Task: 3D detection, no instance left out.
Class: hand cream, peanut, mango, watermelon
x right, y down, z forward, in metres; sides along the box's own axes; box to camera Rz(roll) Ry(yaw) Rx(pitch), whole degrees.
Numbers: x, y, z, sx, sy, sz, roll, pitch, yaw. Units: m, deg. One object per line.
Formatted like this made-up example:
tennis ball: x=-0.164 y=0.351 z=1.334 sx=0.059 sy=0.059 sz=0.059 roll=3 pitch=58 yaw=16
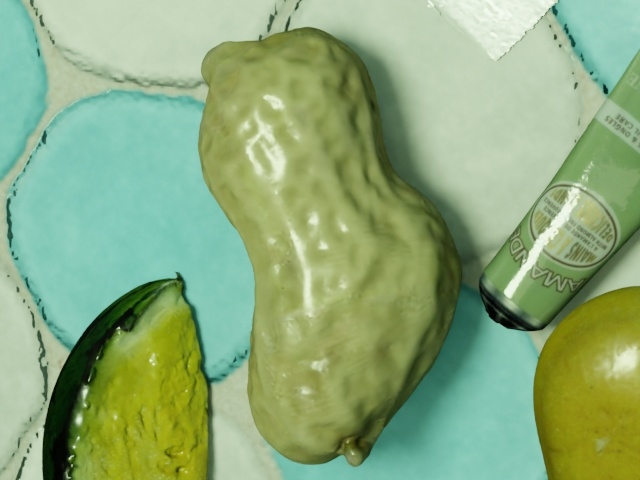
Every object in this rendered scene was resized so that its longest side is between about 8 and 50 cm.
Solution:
hand cream: x=0.185 y=-0.033 z=1.266 sx=0.086 sy=0.055 sz=0.235 roll=40 pitch=105 yaw=5
peanut: x=0.009 y=0.001 z=1.294 sx=0.159 sy=0.143 sz=0.291 roll=-12 pitch=93 yaw=-12
mango: x=0.204 y=0.125 z=1.269 sx=0.137 sy=0.098 sz=0.195 roll=15 pitch=114 yaw=14
watermelon: x=-0.140 y=0.175 z=1.424 sx=0.129 sy=0.123 sz=0.301 roll=-6 pitch=101 yaw=-11

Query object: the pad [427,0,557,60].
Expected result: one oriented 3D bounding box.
pad: x=0.136 y=-0.246 z=1.260 sx=0.156 sy=0.004 sz=0.232 roll=47 pitch=113 yaw=5
